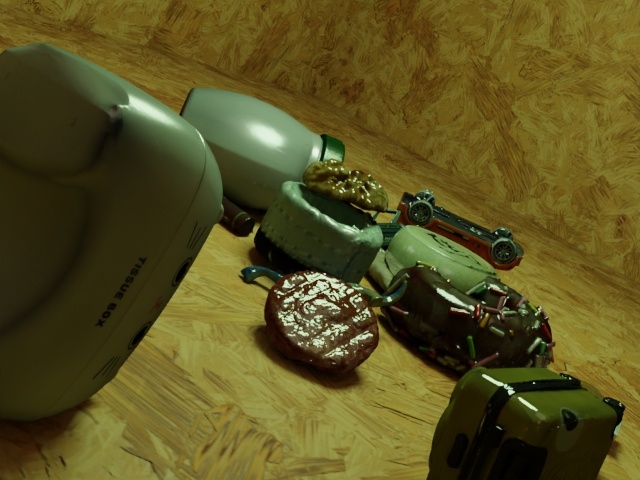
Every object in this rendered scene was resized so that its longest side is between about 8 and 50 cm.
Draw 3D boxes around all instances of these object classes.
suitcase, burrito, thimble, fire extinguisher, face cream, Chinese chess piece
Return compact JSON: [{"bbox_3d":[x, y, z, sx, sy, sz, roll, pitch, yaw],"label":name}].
[{"bbox_3d":[0.236,0.252,0.894,0.235,0.193,0.143,9,15,-42],"label":"suitcase"},{"bbox_3d":[0.141,0.069,1.525,0.087,0.060,0.226,13,21,-31],"label":"burrito"},{"bbox_3d":[0.000,0.000,1.387,0.237,0.150,0.237,25,15,-8],"label":"thimble"},{"bbox_3d":[-0.196,-0.064,1.489,0.158,0.043,0.064,36,-10,30],"label":"fire extinguisher"},{"bbox_3d":[-0.146,-0.192,1.637,0.357,0.219,0.312,21,17,-15],"label":"face cream"},{"bbox_3d":[0.266,0.059,1.636,0.250,0.101,0.250,24,12,-6],"label":"Chinese chess piece"}]

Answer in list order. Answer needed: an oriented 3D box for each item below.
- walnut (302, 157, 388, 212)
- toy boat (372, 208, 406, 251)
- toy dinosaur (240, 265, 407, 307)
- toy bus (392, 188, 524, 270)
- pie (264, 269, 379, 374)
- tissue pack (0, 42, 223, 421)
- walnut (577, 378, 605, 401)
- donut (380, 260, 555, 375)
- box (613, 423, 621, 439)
[{"bbox_3d":[0.050,-0.107,1.413,0.170,0.069,0.143,16,17,-22],"label":"walnut"},{"bbox_3d":[0.105,-0.022,1.695,0.246,0.103,0.093,-1,6,-45],"label":"toy boat"},{"bbox_3d":[0.012,0.078,1.273,0.248,0.075,0.188,-15,41,-31],"label":"toy dinosaur"},{"bbox_3d":[0.333,0.000,1.848,0.329,0.153,0.143,24,18,3],"label":"toy bus"},{"bbox_3d":[0.003,0.119,1.110,0.182,0.049,0.182,15,42,-13],"label":"pie"},{"bbox_3d":[-0.255,0.000,0.731,0.229,0.333,0.236,34,-1,28],"label":"tissue pack"},{"bbox_3d":[0.363,0.277,1.102,0.137,0.137,0.245,32,22,21],"label":"walnut"},{"bbox_3d":[0.296,0.155,1.371,0.345,0.136,0.259,10,19,-37],"label":"donut"},{"bbox_3d":[0.445,0.298,1.303,0.154,0.040,0.084,33,20,21],"label":"box"}]
